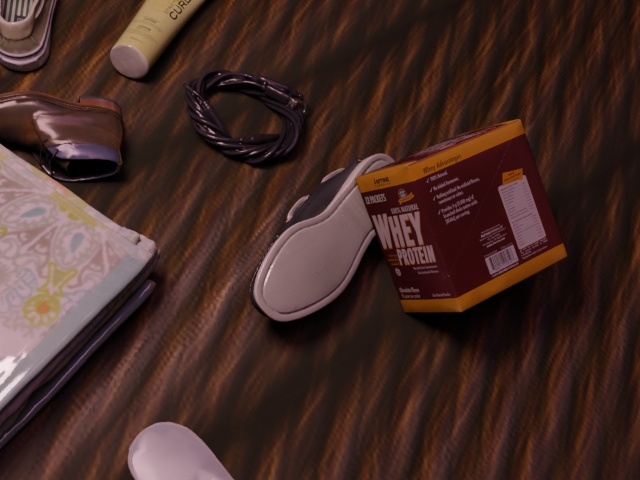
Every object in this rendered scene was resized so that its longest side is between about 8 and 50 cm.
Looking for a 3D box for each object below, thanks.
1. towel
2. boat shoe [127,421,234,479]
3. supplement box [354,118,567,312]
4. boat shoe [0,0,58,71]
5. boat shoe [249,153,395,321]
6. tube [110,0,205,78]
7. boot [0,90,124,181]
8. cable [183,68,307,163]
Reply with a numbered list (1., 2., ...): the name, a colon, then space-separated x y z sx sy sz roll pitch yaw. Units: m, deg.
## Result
1. towel: -0.416 0.060 1.164 0.321 0.090 0.374 32 54 13
2. boat shoe: -0.100 0.331 1.038 0.113 0.105 0.306 -36 64 -27
3. supplement box: 0.183 -0.031 1.292 0.191 0.129 0.194 -24 97 -27
4. boat shoe: -0.433 -0.386 1.463 0.109 0.094 0.302 -2 56 -15
5. boat shoe: 0.000 0.000 1.306 0.302 0.091 0.114 -43 108 -35
6. tube: -0.241 -0.340 1.504 0.070 0.062 0.240 51 42 -27
7. boot: -0.366 -0.135 1.313 0.219 0.082 0.106 -5 54 -19
8. cable: -0.116 -0.182 1.436 0.185 0.047 0.150 21 58 -2
